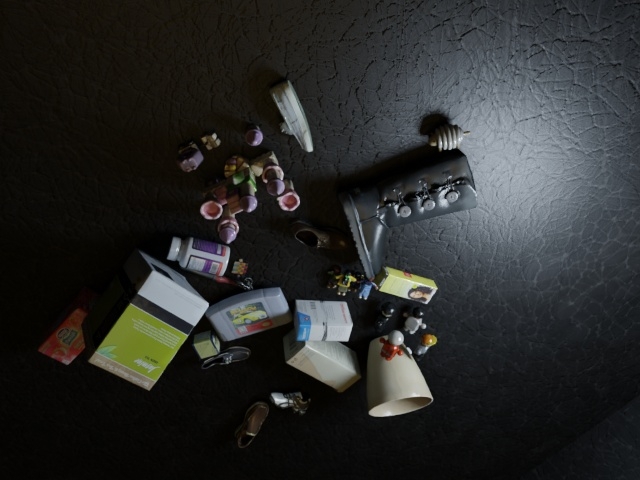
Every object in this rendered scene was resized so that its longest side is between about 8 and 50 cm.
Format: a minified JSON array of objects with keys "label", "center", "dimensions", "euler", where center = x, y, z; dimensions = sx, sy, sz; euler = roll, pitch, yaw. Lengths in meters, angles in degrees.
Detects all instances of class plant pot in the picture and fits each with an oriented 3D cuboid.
[{"label":"plant pot","center":[0.288,0.530,2.130],"dimensions":[0.256,0.274,0.256],"euler":[-8,148,-5]}]

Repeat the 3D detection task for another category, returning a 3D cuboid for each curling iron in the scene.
[{"label":"curling iron","center":[-0.366,0.126,1.906],"dimensions":[0.274,0.035,0.068],"euler":[19,145,-18]}]

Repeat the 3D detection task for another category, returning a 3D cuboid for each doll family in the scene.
[{"label":"doll family","center":[0.119,0.152,1.985],"dimensions":[0.193,0.076,0.111],"euler":[10,120,-17]}]

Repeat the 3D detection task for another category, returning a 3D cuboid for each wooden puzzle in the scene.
[{"label":"wooden puzzle","center":[-0.291,0.100,1.922],"dimensions":[0.049,0.006,0.083],"euler":[12,121,-16]}]

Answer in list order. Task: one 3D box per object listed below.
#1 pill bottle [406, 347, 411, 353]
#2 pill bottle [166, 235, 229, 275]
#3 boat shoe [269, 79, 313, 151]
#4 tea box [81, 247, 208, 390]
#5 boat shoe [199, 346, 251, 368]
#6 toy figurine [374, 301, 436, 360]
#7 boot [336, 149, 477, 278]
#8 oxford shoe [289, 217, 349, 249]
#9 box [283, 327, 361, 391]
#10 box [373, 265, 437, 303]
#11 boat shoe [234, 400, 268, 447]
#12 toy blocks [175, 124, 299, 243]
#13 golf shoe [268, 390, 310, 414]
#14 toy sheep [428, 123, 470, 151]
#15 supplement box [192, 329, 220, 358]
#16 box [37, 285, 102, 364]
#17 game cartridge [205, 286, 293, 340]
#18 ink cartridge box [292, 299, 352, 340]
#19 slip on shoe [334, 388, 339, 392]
[{"label":"pill bottle","center":[0.349,0.493,2.269],"dimensions":[0.043,0.043,0.083],"euler":[35,112,-28]},{"label":"pill bottle","center":[-0.415,0.048,1.806],"dimensions":[0.193,0.108,0.108],"euler":[16,120,-19]},{"label":"boat shoe","center":[-0.089,-0.366,1.605],"dimensions":[0.081,0.079,0.228],"euler":[-17,119,11]},{"label":"tea box","center":[-0.574,0.239,1.711],"dimensions":[0.220,0.329,0.324],"euler":[39,83,-29]},{"label":"boat shoe","center":[-0.380,0.476,2.125],"dimensions":[0.206,0.065,0.075],"euler":[-6,124,-5]},{"label":"toy figurine","center":[0.325,0.351,2.066],"dimensions":[0.209,0.213,0.148],"euler":[6,133,-12]},{"label":"boot","center":[0.317,-0.080,1.832],"dimensions":[0.445,0.146,0.367],"euler":[-20,126,-1]},{"label":"oxford shoe","center":[0.000,0.000,1.850],"dimensions":[0.227,0.096,0.083],"euler":[14,119,-20]},{"label":"box","center":[0.008,0.468,2.137],"dimensions":[0.311,0.148,0.121],"euler":[36,112,-26]},{"label":"box","center":[0.325,0.170,2.039],"dimensions":[0.232,0.058,0.087],"euler":[16,120,-18]},{"label":"boat shoe","center":[-0.298,0.820,2.352],"dimensions":[0.095,0.095,0.257],"euler":[18,119,-20]},{"label":"toy blocks","center":[-0.245,-0.158,1.602],"dimensions":[0.288,0.260,0.309],"euler":[-24,124,7]},{"label":"golf shoe","center":[-0.133,0.682,2.310],"dimensions":[0.198,0.077,0.094],"euler":[28,101,-29]},{"label":"toy sheep","center":[0.410,-0.330,1.701],"dimensions":[0.132,0.091,0.091],"euler":[-15,125,7]},{"label":"supplement box","center":[-0.444,0.404,2.071],"dimensions":[0.083,0.056,0.083],"euler":[-16,125,2]},{"label":"box","center":[-0.866,0.302,1.891],"dimensions":[0.257,0.128,0.122],"euler":[-42,120,19]},{"label":"game cartridge","center":[-0.268,0.274,1.998],"dimensions":[0.294,0.060,0.196],"euler":[-17,131,3]},{"label":"ink cartridge box","center":[0.005,0.304,2.022],"dimensions":[0.203,0.148,0.086],"euler":[4,122,-12]},{"label":"slip on shoe","center":[0.107,0.606,2.306],"dimensions":[0.041,0.051,0.135],"euler":[39,117,-16]}]
